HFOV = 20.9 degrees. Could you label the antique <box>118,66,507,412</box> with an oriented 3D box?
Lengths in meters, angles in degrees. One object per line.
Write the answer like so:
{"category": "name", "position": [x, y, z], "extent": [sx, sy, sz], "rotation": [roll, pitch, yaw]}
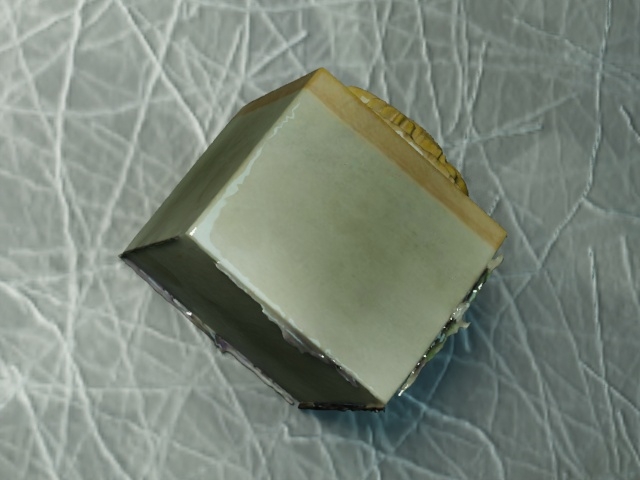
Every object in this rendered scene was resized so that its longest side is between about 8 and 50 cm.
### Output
{"category": "antique", "position": [0.000, 0.000, 0.967], "extent": [0.152, 0.146, 0.148], "rotation": [41, 72, -14]}
